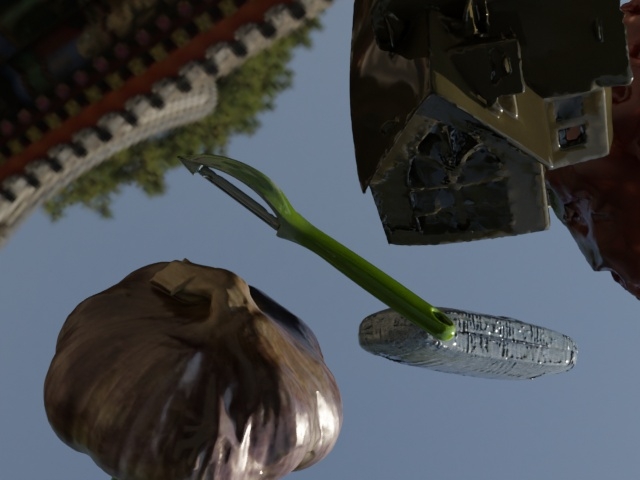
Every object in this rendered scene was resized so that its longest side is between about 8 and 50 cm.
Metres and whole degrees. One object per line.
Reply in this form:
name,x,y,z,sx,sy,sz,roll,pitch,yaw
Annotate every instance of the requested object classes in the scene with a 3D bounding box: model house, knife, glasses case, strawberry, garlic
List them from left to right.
garlic,-0.093,0.104,0.892,0.160,0.245,0.245,-66,-150,26
knife,0.000,0.000,0.613,0.026,0.184,0.022,-53,-177,31
glasses case,0.165,0.114,1.202,0.109,0.283,0.067,-14,-109,51
model house,0.107,-0.149,0.773,0.205,0.243,0.211,-9,-128,11
strawberry,0.360,-0.128,1.035,0.317,0.295,0.345,-98,-149,-49

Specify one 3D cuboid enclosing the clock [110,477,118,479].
clock,-0.189,0.263,1.257,0.211,0.066,0.159,-52,-169,21
